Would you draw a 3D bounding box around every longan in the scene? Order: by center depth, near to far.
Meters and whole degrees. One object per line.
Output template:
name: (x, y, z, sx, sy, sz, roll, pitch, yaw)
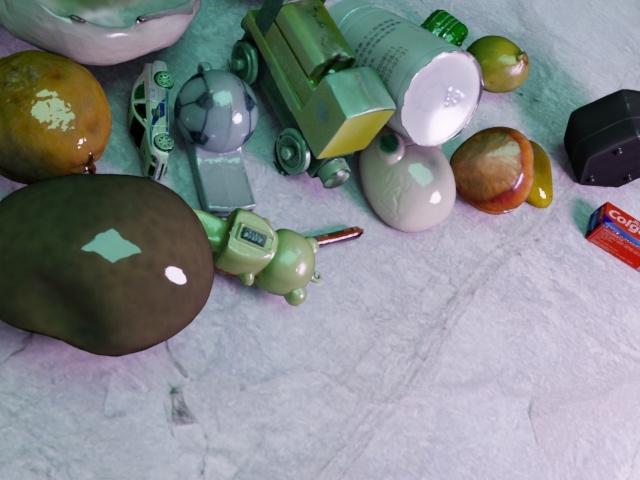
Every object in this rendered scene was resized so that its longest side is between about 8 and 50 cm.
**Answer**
longan: (-0.330, 0.030, 1.294, 0.350, 0.288, 0.288, 7, 57, -7)

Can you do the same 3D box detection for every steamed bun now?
steamed bun: (0.173, -0.132, 1.720, 0.177, 0.131, 0.228, -15, 70, -31)

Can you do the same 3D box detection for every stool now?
stool: (0.658, -0.219, 1.953, 0.232, 0.232, 0.141, 1, 61, -25)

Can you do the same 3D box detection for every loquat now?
loquat: (-0.451, -0.197, 1.422, 0.238, 0.193, 0.238, 17, 51, -23)

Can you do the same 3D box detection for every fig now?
fig: (0.396, -0.395, 1.998, 0.153, 0.121, 0.136, 20, 56, 15)

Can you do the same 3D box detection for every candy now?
candy: (-0.406, -0.454, 1.591, 0.386, 0.186, 0.427, 47, 40, 17)

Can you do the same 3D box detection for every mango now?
mango: (0.450, -0.144, 1.897, 0.103, 0.076, 0.161, -10, 74, -37)

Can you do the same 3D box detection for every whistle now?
whistle: (-0.124, 0.014, 1.502, 0.288, 0.106, 0.131, 22, 62, -15)
whistle: (-0.177, -0.199, 1.578, 0.163, 0.163, 0.290, -5, 63, -28)

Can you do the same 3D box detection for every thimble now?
thimble: (0.258, -0.441, 1.958, 0.090, 0.118, 0.130, 41, 34, 7)

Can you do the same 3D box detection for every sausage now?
sausage: (0.000, 0.000, 1.623, 0.198, 0.025, 0.028, -13, 36, -32)

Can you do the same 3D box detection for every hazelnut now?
hazelnut: (0.345, -0.141, 1.793, 0.182, 0.182, 0.182, 12, 57, -19)

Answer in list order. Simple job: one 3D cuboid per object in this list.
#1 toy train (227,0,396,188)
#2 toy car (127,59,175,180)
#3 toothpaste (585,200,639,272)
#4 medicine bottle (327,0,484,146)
toy train: (-0.024, -0.302, 1.653, 0.160, 0.253, 0.397, -16, 70, -33)
toy car: (-0.301, -0.212, 1.567, 0.076, 0.090, 0.224, 5, 59, -19)
toothpaste: (0.728, 0.036, 1.924, 0.320, 0.066, 0.076, 31, 53, -6)
medicine bottle: (0.136, -0.331, 1.706, 0.190, 0.190, 0.332, -12, 36, -31)
